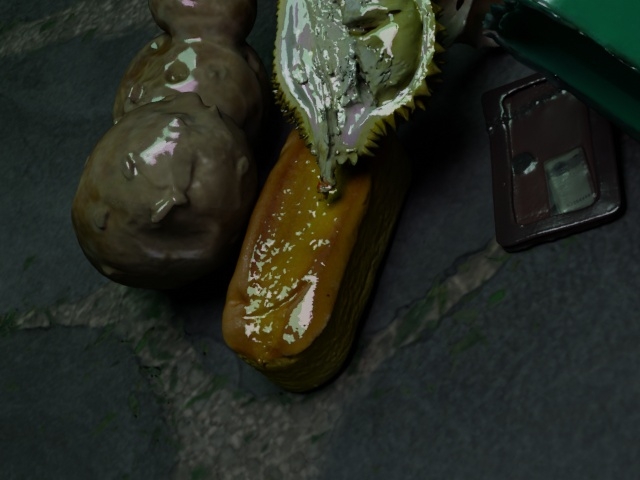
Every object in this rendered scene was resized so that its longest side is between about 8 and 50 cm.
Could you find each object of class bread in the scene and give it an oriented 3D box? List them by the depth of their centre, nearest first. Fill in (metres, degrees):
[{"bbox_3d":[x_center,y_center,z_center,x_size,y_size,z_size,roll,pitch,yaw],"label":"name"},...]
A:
[{"bbox_3d":[0.000,0.000,1.146,0.102,0.094,0.245,4,61,34],"label":"bread"}]

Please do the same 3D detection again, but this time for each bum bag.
[{"bbox_3d":[0.182,-0.069,1.109,0.109,0.026,0.159,-18,54,27],"label":"bum bag"}]

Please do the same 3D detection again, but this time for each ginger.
[{"bbox_3d":[-0.124,-0.097,1.243,0.155,0.244,0.304,8,57,-5],"label":"ginger"}]

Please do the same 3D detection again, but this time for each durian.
[{"bbox_3d":[0.032,-0.127,1.120,0.146,0.102,0.208,5,76,25],"label":"durian"}]

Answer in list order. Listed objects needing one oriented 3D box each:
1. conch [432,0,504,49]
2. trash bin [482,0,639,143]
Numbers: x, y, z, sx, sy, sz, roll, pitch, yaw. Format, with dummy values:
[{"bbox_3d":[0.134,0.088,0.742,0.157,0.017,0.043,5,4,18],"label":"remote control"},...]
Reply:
[{"bbox_3d":[0.144,-0.326,1.168,0.186,0.263,0.324,-113,36,-52],"label":"conch"},{"bbox_3d":[0.293,-0.254,0.966,0.381,0.259,0.295,-55,1,1],"label":"trash bin"}]
